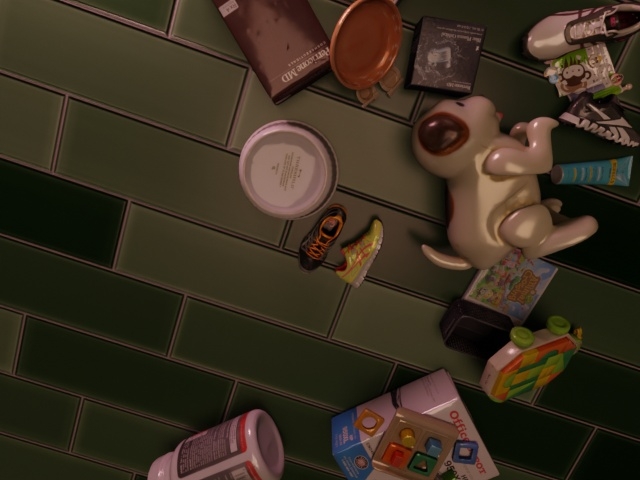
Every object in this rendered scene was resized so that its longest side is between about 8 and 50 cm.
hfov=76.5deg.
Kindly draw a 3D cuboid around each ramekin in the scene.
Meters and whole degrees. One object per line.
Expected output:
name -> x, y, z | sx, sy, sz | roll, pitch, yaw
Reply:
ramekin -> -0.087, -0.178, 1.055 | 0.274, 0.127, 0.272 | 0, 103, 2

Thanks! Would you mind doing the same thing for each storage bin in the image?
storage bin -> 0.446, 0.258, 1.152 | 0.180, 0.084, 0.121 | 21, 117, -3

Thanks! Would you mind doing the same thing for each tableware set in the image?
tableware set -> 0.129, -0.426, 1.014 | 0.141, 0.020, 0.168 | -36, 118, -8

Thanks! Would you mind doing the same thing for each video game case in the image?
video game case -> 0.538, 0.129, 1.164 | 0.194, 0.023, 0.212 | 25, 102, -5

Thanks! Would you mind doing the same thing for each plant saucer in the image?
plant saucer -> 0.100, -0.449, 0.927 | 0.200, 0.037, 0.199 | -24, 139, -23

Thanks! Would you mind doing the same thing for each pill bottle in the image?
pill bottle -> -0.309, 0.669, 1.212 | 0.363, 0.210, 0.210 | -25, 101, 7

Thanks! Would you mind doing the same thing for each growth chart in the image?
growth chart -> 0.661, -0.445, 1.033 | 0.172, 0.021, 0.237 | -31, 100, 9

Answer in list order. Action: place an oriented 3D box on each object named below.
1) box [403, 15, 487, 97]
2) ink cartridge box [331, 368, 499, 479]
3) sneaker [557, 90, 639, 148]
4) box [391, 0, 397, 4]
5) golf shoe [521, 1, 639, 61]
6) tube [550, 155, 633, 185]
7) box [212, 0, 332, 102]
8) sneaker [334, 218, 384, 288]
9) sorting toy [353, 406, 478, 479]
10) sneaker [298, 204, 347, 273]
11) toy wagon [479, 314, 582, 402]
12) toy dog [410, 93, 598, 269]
box -> 0.304, -0.448, 1.003 | 0.156, 0.093, 0.158 | 8, 104, -1
ink cartridge box -> 0.270, 0.606, 1.206 | 0.395, 0.166, 0.285 | -27, 101, 7
sneaker -> 0.728, -0.306, 1.019 | 0.235, 0.078, 0.106 | 18, 115, -8
box -> 0.123, -0.696, 0.935 | 0.262, 0.126, 0.231 | 35, 103, -6
golf shoe -> 0.621, -0.501, 0.951 | 0.273, 0.120, 0.105 | -13, 104, 7
tube -> 0.726, -0.180, 1.081 | 0.208, 0.052, 0.080 | -4, 110, -4
box -> -0.134, -0.544, 0.968 | 0.191, 0.143, 0.381 | -31, 102, 7
sneaker -> 0.106, 0.029, 1.123 | 0.094, 0.081, 0.208 | 24, 103, -2
sorting toy -> 0.252, 0.563, 1.087 | 0.348, 0.047, 0.195 | 20, 102, -2
sneaker -> 0.000, 0.000, 1.117 | 0.084, 0.083, 0.214 | 27, 103, -6
toy wagon -> 0.604, 0.323, 1.121 | 0.345, 0.068, 0.266 | -12, 129, -16
toy dog -> 0.385, -0.159, 1.003 | 0.396, 0.284, 0.407 | -28, 100, 26
